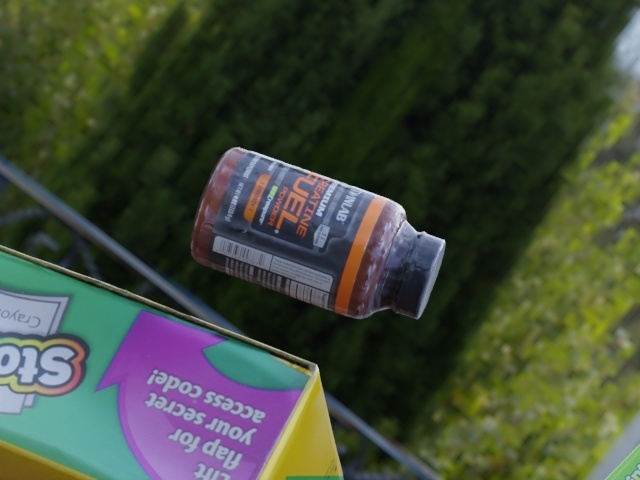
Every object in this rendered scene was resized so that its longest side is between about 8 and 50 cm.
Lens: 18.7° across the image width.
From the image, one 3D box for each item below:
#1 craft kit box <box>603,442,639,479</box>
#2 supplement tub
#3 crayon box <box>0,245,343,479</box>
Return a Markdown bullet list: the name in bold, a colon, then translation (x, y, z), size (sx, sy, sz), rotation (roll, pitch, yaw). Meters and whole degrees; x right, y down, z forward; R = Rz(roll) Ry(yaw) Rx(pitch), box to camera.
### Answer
- **craft kit box**: translation (0.300, 0.197, 1.201), size (0.246, 0.250, 0.061), rotation (40, -20, 26)
- **supplement tub**: translation (0.000, 0.000, 1.604), size (0.198, 0.106, 0.106), rotation (19, 2, 7)
- **crayon box**: translation (-0.162, 0.119, 1.036), size (0.363, 0.106, 0.313), rotation (19, -30, 18)
